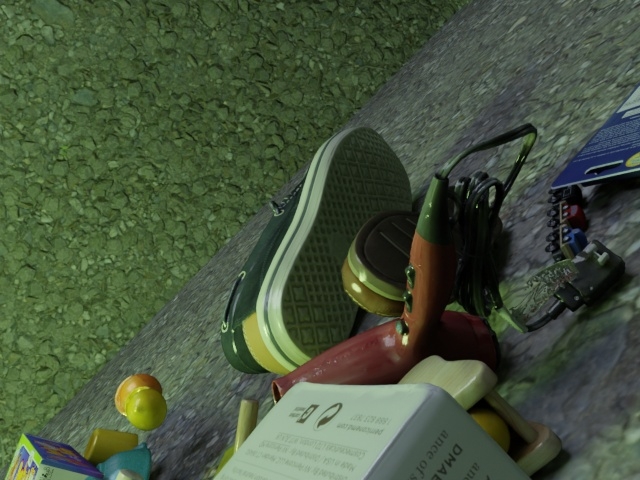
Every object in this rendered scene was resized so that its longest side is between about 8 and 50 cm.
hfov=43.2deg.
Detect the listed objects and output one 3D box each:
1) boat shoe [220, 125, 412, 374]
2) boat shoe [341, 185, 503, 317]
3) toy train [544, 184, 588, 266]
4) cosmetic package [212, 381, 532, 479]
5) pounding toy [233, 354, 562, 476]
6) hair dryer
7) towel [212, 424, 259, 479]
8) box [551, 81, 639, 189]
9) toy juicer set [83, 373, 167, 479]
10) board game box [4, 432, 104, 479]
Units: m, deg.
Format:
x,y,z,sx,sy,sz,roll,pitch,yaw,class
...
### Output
x,y,z,sx,sy,sz,roll,pitch,yaw,class
0.000,0.000,1.154,0.156,0.187,0.500,-26,24,38,boat shoe
0.101,0.032,0.813,0.104,0.111,0.307,-56,-18,26,boat shoe
0.240,-0.018,0.784,0.036,0.027,0.158,-23,19,26,toy train
0.032,0.180,0.366,0.151,0.183,0.151,-49,12,-22,cosmetic package
0.011,0.172,0.542,0.269,0.155,0.154,-44,8,4,pounding toy
0.078,0.047,0.633,0.293,0.224,0.080,-43,38,10,hair dryer
-0.032,0.204,0.923,0.237,0.021,0.102,-41,6,16,towel
0.334,-0.119,0.785,0.225,0.036,0.136,-44,13,-21,box
-0.236,0.300,1.025,0.209,0.090,0.329,-61,19,16,toy juicer set
-0.387,0.392,1.067,0.347,0.078,0.233,-19,52,65,board game box
